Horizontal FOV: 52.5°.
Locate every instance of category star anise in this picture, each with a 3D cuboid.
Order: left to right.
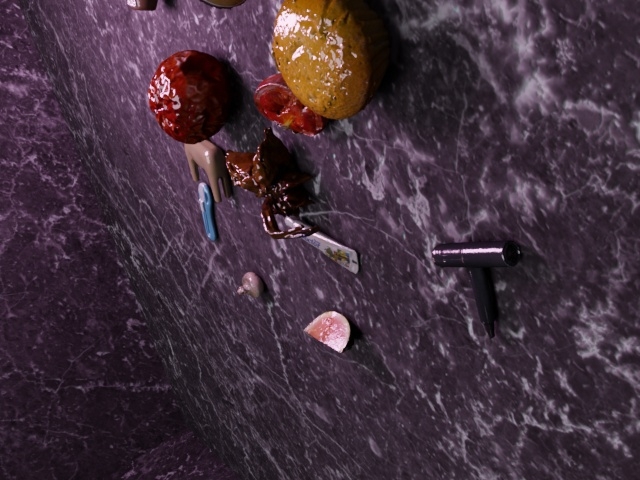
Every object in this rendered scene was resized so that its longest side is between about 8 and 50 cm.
[{"bbox_3d":[-0.098,-0.118,1.502,0.346,0.148,0.237,53,154,36],"label":"star anise"}]

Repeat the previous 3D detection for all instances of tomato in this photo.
[{"bbox_3d":[-0.046,-0.291,1.332,0.159,0.091,0.139,28,155,5],"label":"tomato"}]

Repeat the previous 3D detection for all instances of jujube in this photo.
[{"bbox_3d":[-0.328,-0.358,1.627,0.213,0.213,0.232,56,149,12],"label":"jujube"}]

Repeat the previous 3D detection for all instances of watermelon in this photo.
[{"bbox_3d":[0.043,0.237,1.655,0.069,0.087,0.163,44,167,-37],"label":"watermelon"}]

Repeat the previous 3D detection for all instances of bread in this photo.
[{"bbox_3d":[0.022,-0.326,1.132,0.240,0.139,0.239,39,144,36],"label":"bread"}]

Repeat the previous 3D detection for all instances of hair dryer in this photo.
[{"bbox_3d":[0.298,0.090,1.141,0.173,0.050,0.194,-5,114,60],"label":"hair dryer"}]

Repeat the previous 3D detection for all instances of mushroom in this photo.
[{"bbox_3d":[-0.217,0.141,1.979,0.085,0.079,0.085,39,141,40],"label":"mushroom"}]

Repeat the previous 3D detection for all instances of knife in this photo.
[{"bbox_3d":[-0.361,-0.089,2.070,0.064,0.031,0.221,34,141,36],"label":"knife"}]

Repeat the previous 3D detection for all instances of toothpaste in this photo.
[{"bbox_3d":[0.000,0.000,1.558,0.255,0.037,0.067,32,139,37],"label":"toothpaste"}]

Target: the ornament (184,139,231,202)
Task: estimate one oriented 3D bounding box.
[{"bbox_3d":[-0.348,-0.262,1.873,0.230,0.061,0.244,38,144,41],"label":"ornament"}]

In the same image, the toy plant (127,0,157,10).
[{"bbox_3d":[-0.453,-0.689,1.647,0.143,0.105,0.200,23,122,38],"label":"toy plant"}]

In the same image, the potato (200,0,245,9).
[{"bbox_3d":[-0.171,-0.592,1.138,0.196,0.246,0.299,-22,101,51],"label":"potato"}]
